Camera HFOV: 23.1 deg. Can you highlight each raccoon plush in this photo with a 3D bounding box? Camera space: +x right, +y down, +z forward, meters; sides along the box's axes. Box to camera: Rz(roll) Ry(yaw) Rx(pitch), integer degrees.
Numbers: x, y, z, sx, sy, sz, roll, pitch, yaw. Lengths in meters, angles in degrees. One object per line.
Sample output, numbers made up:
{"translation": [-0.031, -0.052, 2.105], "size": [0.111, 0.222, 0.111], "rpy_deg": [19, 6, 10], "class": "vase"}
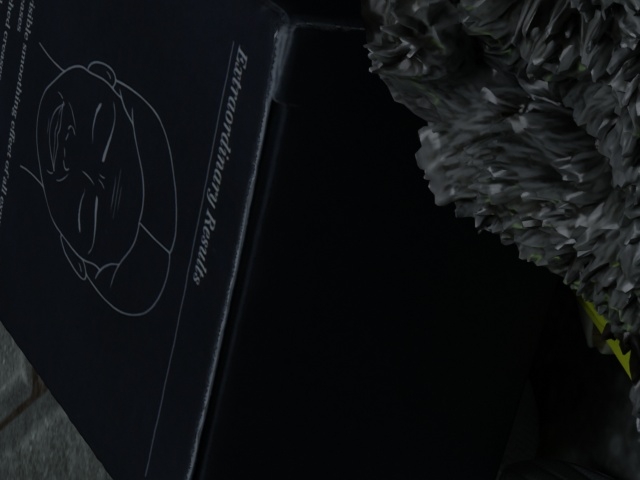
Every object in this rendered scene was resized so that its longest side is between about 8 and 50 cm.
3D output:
{"translation": [0.215, -0.050, 0.581], "size": [0.446, 0.216, 0.299], "rpy_deg": [53, 158, -6], "class": "raccoon plush"}

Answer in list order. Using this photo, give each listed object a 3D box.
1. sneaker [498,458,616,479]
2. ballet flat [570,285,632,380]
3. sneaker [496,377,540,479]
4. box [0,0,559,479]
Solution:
{"translation": [0.157, 0.209, 0.817], "size": [0.258, 0.094, 0.091], "rpy_deg": [-126, 41, -59], "class": "sneaker"}
{"translation": [0.178, 0.050, 0.841], "size": [0.231, 0.077, 0.077], "rpy_deg": [-115, 24, -43], "class": "ballet flat"}
{"translation": [0.049, 0.061, 1.046], "size": [0.153, 0.101, 0.269], "rpy_deg": [-47, 46, 45], "class": "sneaker"}
{"translation": [-0.054, -0.055, 0.920], "size": [0.395, 0.212, 0.294], "rpy_deg": [43, 127, 48], "class": "box"}
